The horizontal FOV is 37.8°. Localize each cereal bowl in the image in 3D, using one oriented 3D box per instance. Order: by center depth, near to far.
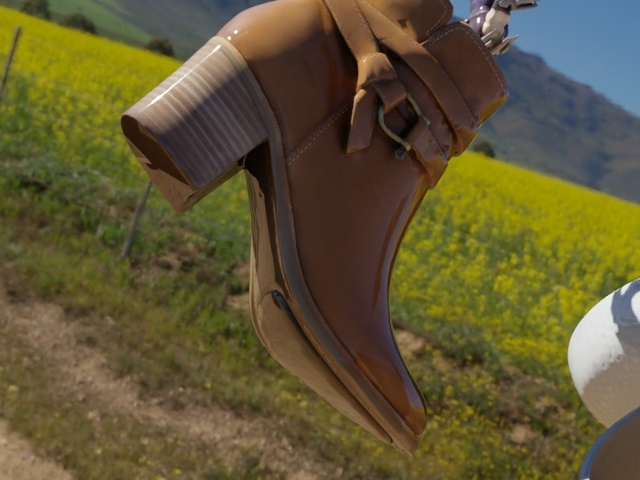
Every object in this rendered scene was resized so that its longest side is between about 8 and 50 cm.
[{"bbox_3d":[0.532,0.192,1.322,0.338,0.339,0.141,17,43,-17],"label":"cereal bowl"}]

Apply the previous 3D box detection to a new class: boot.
[{"bbox_3d":[0.037,-0.029,0.598,0.283,0.220,0.109,54,-21,-3],"label":"boot"}]

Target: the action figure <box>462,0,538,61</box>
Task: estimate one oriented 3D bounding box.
[{"bbox_3d":[0.227,-0.337,1.265,0.099,0.285,0.185,6,-8,-30],"label":"action figure"}]

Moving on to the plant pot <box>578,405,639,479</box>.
[{"bbox_3d":[0.302,0.223,0.485,0.256,0.274,0.256,-19,4,1],"label":"plant pot"}]
